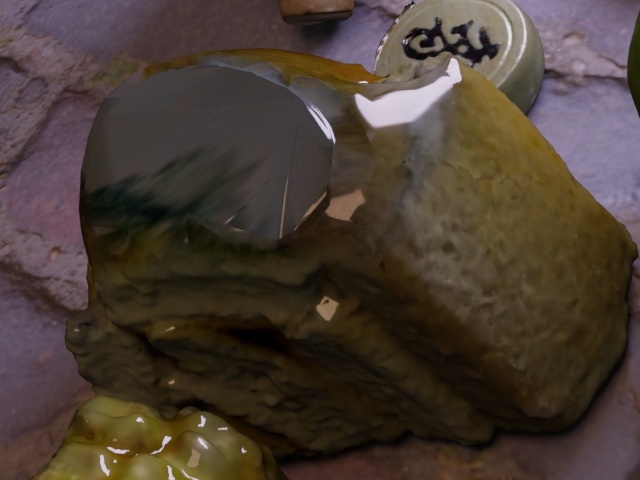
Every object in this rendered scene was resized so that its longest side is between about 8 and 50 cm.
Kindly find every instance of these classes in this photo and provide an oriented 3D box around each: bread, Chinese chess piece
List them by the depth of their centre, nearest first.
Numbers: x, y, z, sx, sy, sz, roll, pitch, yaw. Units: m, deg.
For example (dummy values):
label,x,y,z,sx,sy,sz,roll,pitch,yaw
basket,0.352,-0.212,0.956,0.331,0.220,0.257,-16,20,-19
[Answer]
label,x,y,z,sx,sy,sz,roll,pitch,yaw
bread,0.006,-0.003,1.032,0.395,0.264,0.239,-6,51,22
Chinese chess piece,0.115,-0.145,1.205,0.144,0.058,0.144,-13,53,17

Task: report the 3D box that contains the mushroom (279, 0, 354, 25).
label,x,y,z,sx,sy,sz,roll,pitch,yaw
mushroom,0.007,-0.314,1.313,0.206,0.209,0.206,-17,22,7

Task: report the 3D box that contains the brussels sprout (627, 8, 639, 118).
label,x,y,z,sx,sy,sz,roll,pitch,yaw
brussels sprout,0.367,-0.149,0.972,0.316,0.242,0.274,-6,52,31

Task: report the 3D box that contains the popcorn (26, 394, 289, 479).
label,x,y,z,sx,sy,sz,roll,pitch,yaw
popcorn,-0.110,0.266,0.886,0.274,0.279,0.335,15,55,-13
